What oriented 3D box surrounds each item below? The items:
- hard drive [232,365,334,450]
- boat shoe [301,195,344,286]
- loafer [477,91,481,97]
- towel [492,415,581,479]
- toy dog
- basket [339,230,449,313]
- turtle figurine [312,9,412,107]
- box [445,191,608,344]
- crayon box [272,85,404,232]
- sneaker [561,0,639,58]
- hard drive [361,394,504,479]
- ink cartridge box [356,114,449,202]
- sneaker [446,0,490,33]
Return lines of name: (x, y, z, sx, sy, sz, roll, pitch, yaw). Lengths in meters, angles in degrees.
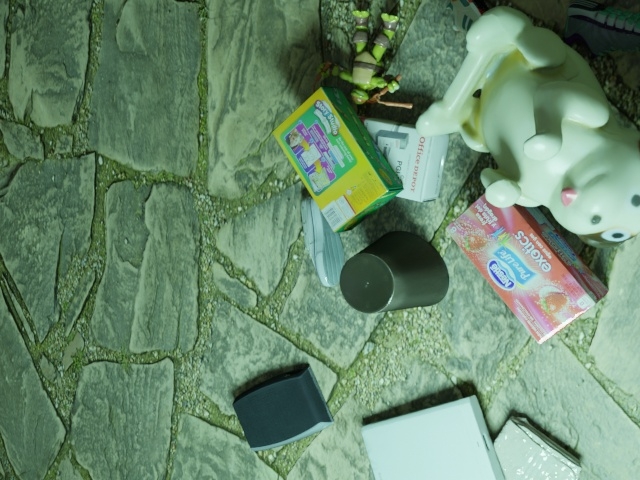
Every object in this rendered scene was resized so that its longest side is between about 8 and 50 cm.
hard drive: (-0.104, 0.433, 1.994, 0.255, 0.054, 0.171, -27, 82, 30)
boat shoe: (0.000, 0.000, 1.879, 0.076, 0.083, 0.226, -11, 78, 42)
loafer: (0.415, -0.179, 1.608, 0.302, 0.109, 0.095, 51, 136, 22)
towel: (0.422, 0.533, 1.708, 0.187, 0.049, 0.282, 37, 114, 23)
toy dog: (0.431, -0.165, 1.409, 0.407, 0.396, 0.284, 55, 129, 26)
basket: (0.148, 0.076, 1.707, 0.204, 0.227, 0.154, 41, 114, 20)
turtle figurine: (0.115, -0.391, 1.752, 0.270, 0.087, 0.217, 19, 100, 36)
box: (0.417, 0.038, 1.592, 0.142, 0.154, 0.300, -44, 75, 27)
crayon box: (0.035, -0.177, 1.722, 0.165, 0.081, 0.278, -38, 77, 30)
sneaker: (0.572, -0.385, 1.508, 0.224, 0.083, 0.098, 29, 130, 29)
hard drive: (0.245, 0.483, 1.776, 0.308, 0.040, 0.202, -25, 76, 36)
ink cartridge box: (0.159, -0.183, 1.748, 0.218, 0.092, 0.158, 15, 104, 27)
sneaker: (0.322, -0.449, 1.652, 0.075, 0.057, 0.161, -37, 78, 45)
